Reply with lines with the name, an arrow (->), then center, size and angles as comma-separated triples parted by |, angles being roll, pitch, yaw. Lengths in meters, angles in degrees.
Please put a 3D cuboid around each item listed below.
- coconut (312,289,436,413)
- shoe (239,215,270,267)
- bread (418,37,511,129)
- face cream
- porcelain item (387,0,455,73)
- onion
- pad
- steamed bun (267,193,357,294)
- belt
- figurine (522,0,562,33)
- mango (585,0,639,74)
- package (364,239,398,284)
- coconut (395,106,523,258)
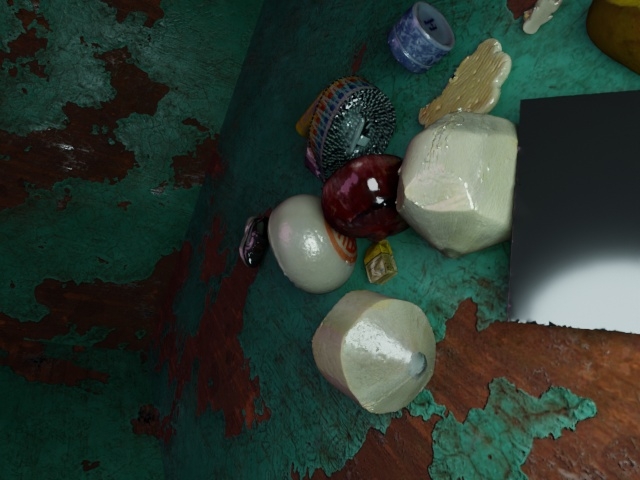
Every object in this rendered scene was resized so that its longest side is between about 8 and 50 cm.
coconut -> 0.118, 0.224, 0.895 | 0.244, 0.239, 0.238 | 2, 78, 65
shoe -> -0.257, -0.005, 1.768 | 0.112, 0.099, 0.227 | -23, 56, 45
bread -> 0.329, -0.322, 0.992 | 0.251, 0.039, 0.181 | -47, 40, 38
face cream -> 0.012, -0.480, 1.556 | 0.273, 0.078, 0.078 | -39, 45, 45
porcelain item -> 0.251, -0.509, 1.102 | 0.114, 0.147, 0.147 | -31, 50, 49
onion -> 0.124, -0.091, 1.023 | 0.246, 0.247, 0.190 | -33, 56, 49
pad -> 0.413, -0.052, 0.630 | 0.248, 0.007, 0.367 | 2, 76, 26
steamed bun -> 0.000, 0.000, 1.172 | 0.177, 0.283, 0.282 | -23, 53, 24
belt -> 0.080, -0.313, 1.245 | 0.160, 0.207, 0.294 | -119, 37, -46
figurine -> 0.441, -0.464, 0.877 | 0.083, 0.047, 0.050 | -49, 23, 47
mango -> 0.485, -0.311, 0.618 | 0.130, 0.167, 0.261 | -36, 35, 13
package -> 0.149, 0.042, 1.110 | 0.071, 0.047, 0.131 | -46, 42, 44
coconut -> 0.258, -0.092, 0.802 | 0.245, 0.245, 0.247 | 5, 74, 60
